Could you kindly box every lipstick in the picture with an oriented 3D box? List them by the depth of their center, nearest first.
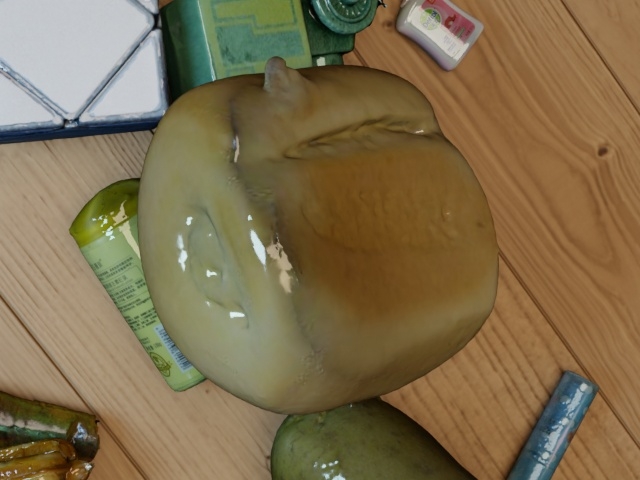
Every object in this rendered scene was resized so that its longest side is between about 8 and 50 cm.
[{"bbox_3d":[0.283,0.236,1.609,0.048,0.048,0.158,31,85,-11],"label":"lipstick"}]

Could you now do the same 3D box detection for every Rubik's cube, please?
[{"bbox_3d":[-0.275,-0.213,1.404,0.205,0.205,0.207,-5,93,-11],"label":"Rubik's cube"}]

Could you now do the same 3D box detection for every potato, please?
[{"bbox_3d":[0.092,0.327,1.481,0.219,0.270,0.359,-38,74,-12],"label":"potato"}]

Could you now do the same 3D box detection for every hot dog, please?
[{"bbox_3d":[-0.362,0.270,1.428,0.249,0.102,0.076,-12,101,11],"label":"hot dog"}]

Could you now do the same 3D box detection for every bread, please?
[{"bbox_3d":[0.000,0.000,1.390,0.376,0.253,0.348,-15,83,-44],"label":"bread"}]

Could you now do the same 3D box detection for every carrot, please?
[{"bbox_3d":[-0.371,0.190,1.468,0.260,0.070,0.070,16,88,-13],"label":"carrot"}]

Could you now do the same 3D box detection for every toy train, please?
[{"bbox_3d":[-0.078,-0.341,1.446,0.237,0.150,0.369,-12,91,-30],"label":"toy train"}]

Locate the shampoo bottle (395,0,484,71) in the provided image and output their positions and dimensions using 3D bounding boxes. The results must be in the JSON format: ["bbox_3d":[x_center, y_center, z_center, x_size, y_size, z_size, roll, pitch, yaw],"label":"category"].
[{"bbox_3d":[0.136,-0.257,1.569,0.099,0.043,0.072,38,84,-10],"label":"shampoo bottle"}]

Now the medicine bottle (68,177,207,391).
[{"bbox_3d":[-0.177,0.043,1.475,0.124,0.124,0.239,-32,97,-9],"label":"medicine bottle"}]
